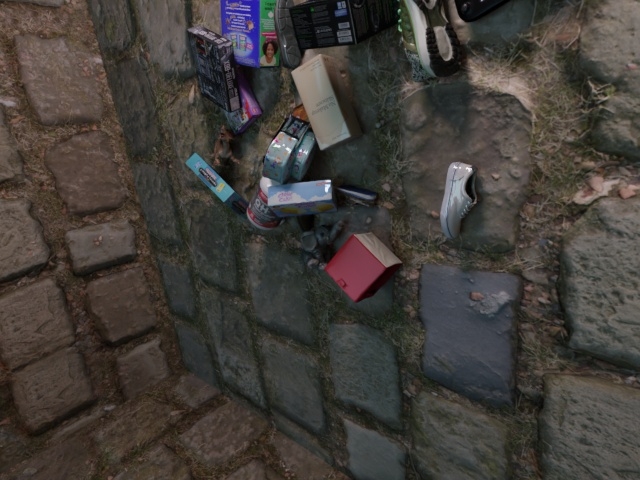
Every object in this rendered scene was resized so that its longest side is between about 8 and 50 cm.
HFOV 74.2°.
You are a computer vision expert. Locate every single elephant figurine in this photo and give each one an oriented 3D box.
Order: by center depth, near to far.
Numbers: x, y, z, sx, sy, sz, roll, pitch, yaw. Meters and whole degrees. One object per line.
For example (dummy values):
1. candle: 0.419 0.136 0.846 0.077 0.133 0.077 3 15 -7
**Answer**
1. elephant figurine: 0.000 0.000 1.871 0.185 0.169 0.240 5 109 0

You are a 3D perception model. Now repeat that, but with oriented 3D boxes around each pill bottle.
1. pill bottle: -0.213 -0.206 1.951 0.176 0.176 0.319 51 137 15

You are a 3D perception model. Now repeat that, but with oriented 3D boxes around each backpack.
1. backpack: -0.128 -0.349 1.725 0.191 0.254 0.225 30 147 5

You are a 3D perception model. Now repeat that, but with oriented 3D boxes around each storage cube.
1. storage cube: 0.168 0.099 1.662 0.215 0.183 0.193 48 114 20

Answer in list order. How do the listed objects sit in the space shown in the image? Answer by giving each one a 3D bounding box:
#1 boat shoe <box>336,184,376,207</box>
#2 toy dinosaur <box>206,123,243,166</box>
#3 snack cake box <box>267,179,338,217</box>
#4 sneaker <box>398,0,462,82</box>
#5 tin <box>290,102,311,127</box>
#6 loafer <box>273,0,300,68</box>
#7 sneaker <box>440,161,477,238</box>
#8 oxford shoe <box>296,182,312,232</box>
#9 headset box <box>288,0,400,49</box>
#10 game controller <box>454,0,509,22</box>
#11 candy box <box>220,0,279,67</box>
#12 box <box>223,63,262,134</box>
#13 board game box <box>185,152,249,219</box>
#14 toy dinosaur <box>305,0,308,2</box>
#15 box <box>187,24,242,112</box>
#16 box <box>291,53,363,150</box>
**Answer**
1. boat shoe: 0.138 -0.173 1.692 0.183 0.066 0.066 23 125 37
2. toy dinosaur: -0.493 -0.482 2.159 0.295 0.127 0.201 13 110 56
3. snack cake box: -0.070 -0.170 1.743 0.264 0.152 0.089 -5 75 12
4. sneaker: 0.277 -0.667 1.279 0.182 0.157 0.411 -8 98 65
5. tin: -0.049 -0.516 1.746 0.189 0.040 0.106 -10 97 47
6. loafer: -0.143 -0.805 1.633 0.084 0.096 0.268 17 122 46
7. sneaker: 0.454 -0.122 1.374 0.091 0.094 0.258 20 121 44
8. oxford shoe: -0.054 -0.136 1.895 0.096 0.082 0.227 18 122 34
9. headset box: 0.091 -0.717 1.337 0.246 0.283 0.131 18 136 41
10. game controller: 0.487 -0.711 1.085 0.319 0.067 0.167 -15 97 47
11. candy box: -0.290 -0.900 1.747 0.268 0.122 0.318 29 128 36
12. box: -0.404 -0.683 2.011 0.200 0.057 0.294 -24 90 50
13. board game box: -0.515 -0.276 2.187 0.336 0.079 0.254 44 178 23
14. toy dinosaur: 0.005 -0.877 1.455 0.120 0.160 0.314 28 138 15
15. box: -0.468 -0.757 1.881 0.242 0.076 0.308 38 147 31
16. box: 0.027 -0.510 1.585 0.147 0.121 0.311 -20 94 32
